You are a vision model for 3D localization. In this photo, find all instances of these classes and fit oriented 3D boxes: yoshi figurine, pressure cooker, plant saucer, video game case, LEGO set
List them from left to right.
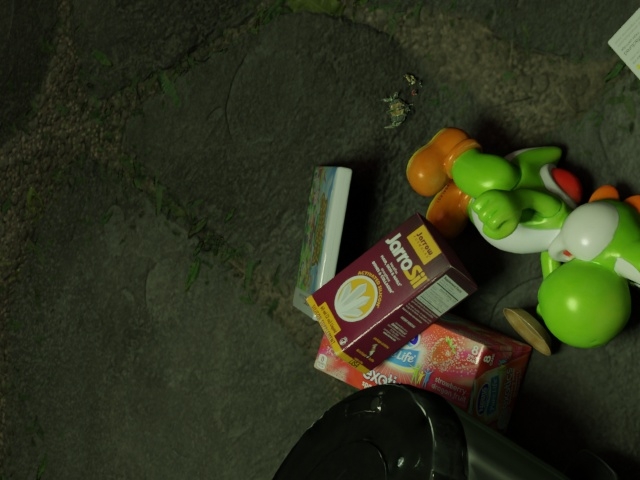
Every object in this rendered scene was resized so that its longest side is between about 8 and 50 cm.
[{"bbox_3d":[0.000,0.000,2.015,0.193,0.023,0.212,-162,81,-80],"label":"video game case"},{"bbox_3d":[0.117,-0.193,2.018,0.083,0.023,0.054,-46,61,12],"label":"LEGO set"},{"bbox_3d":[0.160,0.412,1.680,0.370,0.420,0.375,-33,34,42],"label":"pressure cooker"},{"bbox_3d":[0.270,0.113,1.832,0.015,0.083,0.083,-43,55,-9],"label":"plant saucer"},{"bbox_3d":[0.265,0.011,1.779,0.362,0.204,0.203,29,120,35],"label":"yoshi figurine"}]

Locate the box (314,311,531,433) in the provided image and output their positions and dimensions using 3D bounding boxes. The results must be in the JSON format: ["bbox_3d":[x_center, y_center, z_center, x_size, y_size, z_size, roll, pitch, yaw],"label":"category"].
[{"bbox_3d":[0.134,0.155,1.902,0.257,0.123,0.128,23,100,39],"label":"box"}]

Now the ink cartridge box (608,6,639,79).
[{"bbox_3d":[0.452,-0.218,1.706,0.127,0.072,0.175,-49,58,25],"label":"ink cartridge box"}]

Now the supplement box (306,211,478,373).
[{"bbox_3d":[0.090,0.068,1.823,0.188,0.081,0.104,-39,52,11],"label":"supplement box"}]
